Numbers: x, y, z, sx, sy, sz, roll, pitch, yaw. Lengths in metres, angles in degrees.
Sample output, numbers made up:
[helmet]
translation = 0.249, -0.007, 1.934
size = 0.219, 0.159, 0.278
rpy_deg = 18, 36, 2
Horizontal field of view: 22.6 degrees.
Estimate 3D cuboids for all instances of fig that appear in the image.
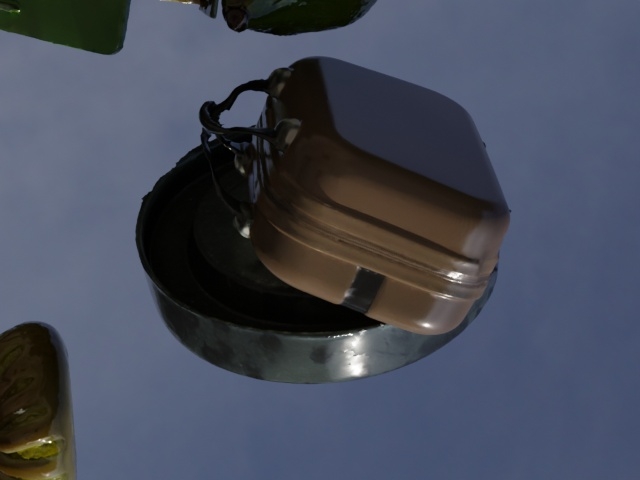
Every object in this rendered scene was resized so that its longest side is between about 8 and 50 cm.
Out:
[fig]
translation = -0.047, -0.263, 1.463
size = 0.203, 0.203, 0.235
rpy_deg = 9, -137, 39

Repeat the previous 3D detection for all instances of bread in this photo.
[bread]
translation = -0.319, 0.196, 1.749
size = 0.104, 0.213, 0.213
rpy_deg = -5, -127, -12

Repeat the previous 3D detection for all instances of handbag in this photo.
[handbag]
translation = 0.018, -0.060, 1.462
size = 0.302, 0.283, 0.149
rpy_deg = -98, -149, -62

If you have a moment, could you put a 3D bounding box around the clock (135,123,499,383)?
[clock]
translation = 0.000, 0.000, 1.672
size = 0.386, 0.076, 0.386
rpy_deg = -3, -142, 3

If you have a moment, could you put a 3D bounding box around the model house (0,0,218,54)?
[model house]
translation = -0.249, -0.380, 1.784
size = 0.340, 0.323, 0.300
rpy_deg = 16, -77, 26
